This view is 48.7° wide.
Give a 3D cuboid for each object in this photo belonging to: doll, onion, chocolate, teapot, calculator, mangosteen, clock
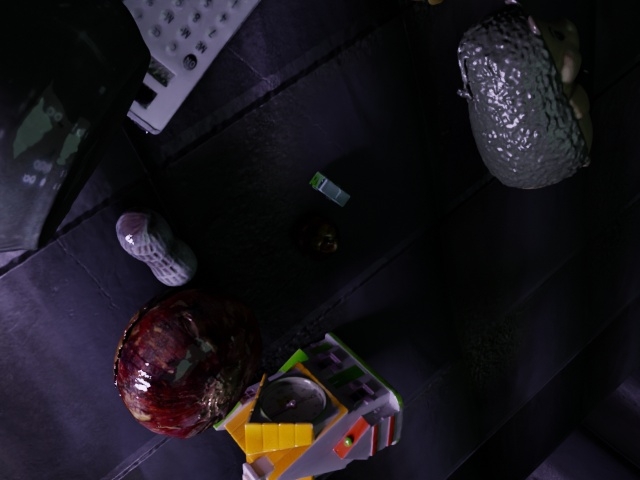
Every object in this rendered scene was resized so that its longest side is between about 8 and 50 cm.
[{"bbox_3d":[0.381,-0.263,1.300,0.247,0.247,0.350,-43,123,-11],"label":"doll"},{"bbox_3d":[-0.207,0.183,1.097,0.246,0.190,0.247,-36,136,-44],"label":"onion"},{"bbox_3d":[-0.238,0.009,1.035,0.072,0.072,0.167,-45,141,-8],"label":"chocolate"},{"bbox_3d":[-0.353,-0.157,0.621,0.344,0.300,0.253,31,60,-13],"label":"teapot"},{"bbox_3d":[-0.193,-0.275,0.915,0.262,0.021,0.161,-54,139,1],"label":"calculator"},{"bbox_3d":[-0.002,-0.001,1.238,0.081,0.081,0.081,-23,131,-29],"label":"mangosteen"},{"bbox_3d":[-0.035,0.333,1.321,0.309,0.235,0.166,-22,130,-30],"label":"clock"}]

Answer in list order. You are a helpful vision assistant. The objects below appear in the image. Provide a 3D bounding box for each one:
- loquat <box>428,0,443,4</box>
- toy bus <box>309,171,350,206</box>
[{"bbox_3d":[0.157,-0.430,1.031,0.172,0.149,0.204,-47,150,-12],"label":"loquat"},{"bbox_3d":[0.017,-0.088,1.225,0.031,0.037,0.083,-54,140,3],"label":"toy bus"}]
